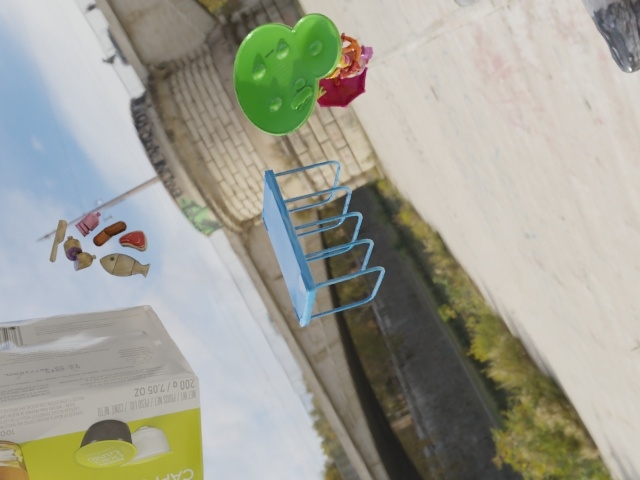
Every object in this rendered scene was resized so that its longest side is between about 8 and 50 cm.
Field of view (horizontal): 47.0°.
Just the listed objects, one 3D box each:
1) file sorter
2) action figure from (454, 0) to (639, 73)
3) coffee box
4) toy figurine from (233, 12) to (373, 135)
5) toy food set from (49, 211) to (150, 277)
[{"bbox_3d":[0.000,0.000,0.937,0.118,0.105,0.170,101,151,-63],"label":"file sorter"},{"bbox_3d":[0.038,-0.229,0.349,0.330,0.341,0.178,67,-174,30],"label":"action figure"},{"bbox_3d":[-0.365,0.311,1.032,0.338,0.338,0.334,-155,62,-63],"label":"coffee box"},{"bbox_3d":[0.006,-0.214,0.906,0.159,0.173,0.130,-21,-98,-49],"label":"toy figurine"},{"bbox_3d":[-0.262,0.002,0.884,0.019,0.122,0.077,89,-174,-68],"label":"toy food set"}]
